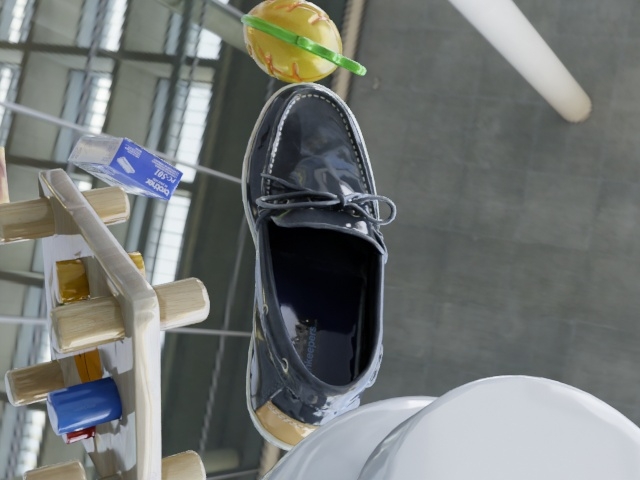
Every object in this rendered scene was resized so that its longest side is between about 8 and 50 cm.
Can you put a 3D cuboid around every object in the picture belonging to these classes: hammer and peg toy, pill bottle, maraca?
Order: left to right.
[{"bbox_3d":[-0.196,0.146,0.917,0.266,0.127,0.361,42,-44,49],"label":"hammer and peg toy"},{"bbox_3d":[-0.023,-0.236,1.216,0.186,0.127,0.099,33,-75,47],"label":"maraca"},{"bbox_3d":[0.030,0.189,0.498,0.187,0.188,0.334,64,-30,18],"label":"pill bottle"}]

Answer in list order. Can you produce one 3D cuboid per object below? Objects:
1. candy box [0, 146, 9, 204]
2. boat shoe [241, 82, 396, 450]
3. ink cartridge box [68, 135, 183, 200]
[{"bbox_3d":[-0.586,-0.096,1.577,0.053,0.187,0.109,-32,-116,48],"label":"candy box"},{"bbox_3d":[0.000,0.000,1.220,0.156,0.187,0.499,123,-26,-54],"label":"boat shoe"},{"bbox_3d":[-0.275,-0.103,1.410,0.207,0.097,0.046,11,-108,61],"label":"ink cartridge box"}]
